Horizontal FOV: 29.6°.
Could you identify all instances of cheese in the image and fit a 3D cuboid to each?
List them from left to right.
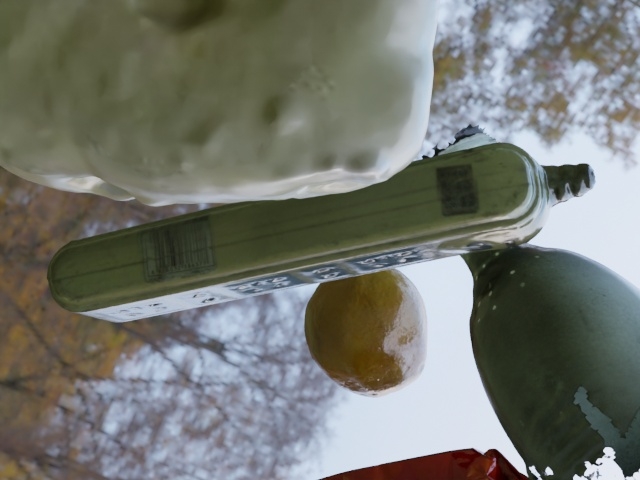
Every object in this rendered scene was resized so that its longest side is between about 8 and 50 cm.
[{"bbox_3d":[-0.076,-0.105,0.654,0.251,0.248,0.173,-144,-120,-85],"label":"cheese"}]

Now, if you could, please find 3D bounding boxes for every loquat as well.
[{"bbox_3d":[0.074,0.140,1.854,0.187,0.234,0.176,8,-148,35],"label":"loquat"}]

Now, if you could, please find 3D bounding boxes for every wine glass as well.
[{"bbox_3d":[0.207,0.073,1.133,0.190,0.190,0.357,-50,-121,30],"label":"wine glass"}]

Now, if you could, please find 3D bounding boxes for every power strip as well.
[{"bbox_3d":[0.000,0.000,0.855,0.388,0.092,0.066,-13,-104,13],"label":"power strip"}]

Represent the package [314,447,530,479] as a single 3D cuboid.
[{"bbox_3d":[0.122,0.417,1.802,0.424,0.196,0.123,-16,-130,12],"label":"package"}]
